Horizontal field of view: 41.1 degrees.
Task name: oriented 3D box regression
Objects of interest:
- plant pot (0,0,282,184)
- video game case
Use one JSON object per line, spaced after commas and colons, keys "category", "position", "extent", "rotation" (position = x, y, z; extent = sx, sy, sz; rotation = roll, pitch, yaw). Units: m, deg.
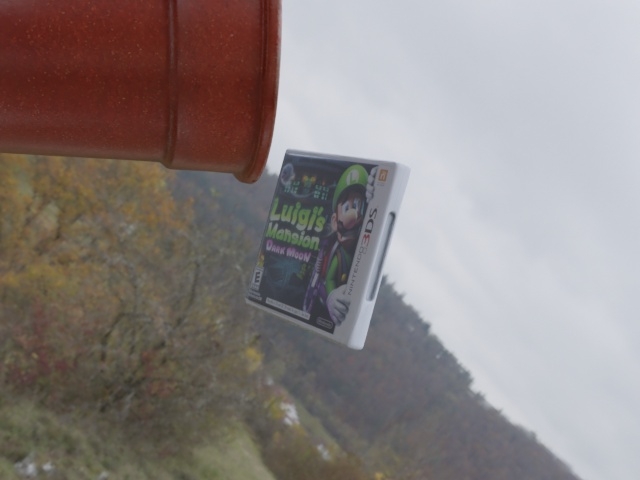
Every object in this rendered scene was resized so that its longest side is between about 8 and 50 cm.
{"category": "plant pot", "position": [-0.186, -0.172, 0.625], "extent": [0.272, 0.265, 0.272], "rotation": [177, -90, -76]}
{"category": "video game case", "position": [0.000, 0.000, 0.837], "extent": [0.022, 0.173, 0.190], "rotation": [16, 0, -35]}
